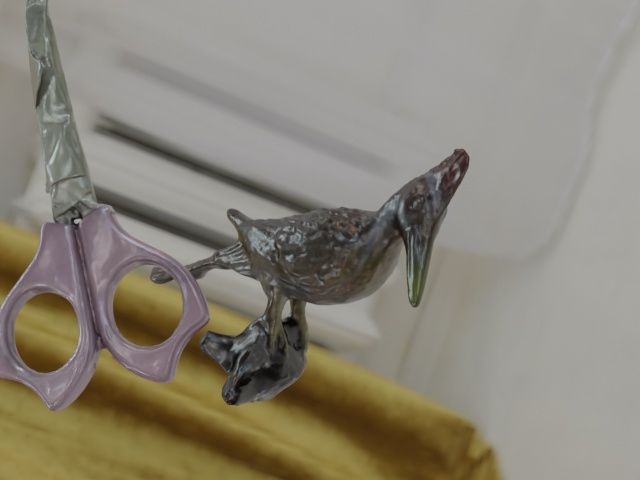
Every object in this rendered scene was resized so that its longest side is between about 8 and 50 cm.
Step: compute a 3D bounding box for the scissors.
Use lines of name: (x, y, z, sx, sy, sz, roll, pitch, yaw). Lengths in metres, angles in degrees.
scissors: (-0.124, -0.025, 0.888, 0.021, 0.110, 0.212, 57, -160, -78)

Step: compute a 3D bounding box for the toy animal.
toy animal: (-0.001, 0.011, 0.895, 0.202, 0.070, 0.105, -33, 68, 35)
